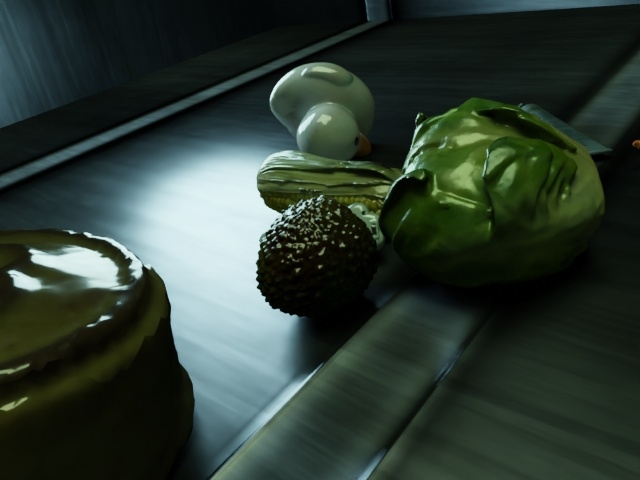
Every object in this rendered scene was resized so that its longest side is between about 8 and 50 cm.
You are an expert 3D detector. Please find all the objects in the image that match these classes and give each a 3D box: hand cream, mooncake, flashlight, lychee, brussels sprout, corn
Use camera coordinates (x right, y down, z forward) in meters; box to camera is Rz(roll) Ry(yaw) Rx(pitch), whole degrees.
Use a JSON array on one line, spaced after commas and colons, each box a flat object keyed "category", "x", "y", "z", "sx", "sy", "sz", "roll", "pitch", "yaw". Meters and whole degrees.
[{"category": "hand cream", "x": 0.454, "y": -0.214, "z": 1.135, "sx": 0.088, "sy": 0.055, "sz": 0.256, "roll": -8, "pitch": 30, "yaw": -10}, {"category": "mooncake", "x": -0.341, "y": 0.143, "z": 0.591, "sx": 0.395, "sy": 0.246, "sz": 0.393, "roll": 8, "pitch": 27, "yaw": 25}, {"category": "flashlight", "x": 0.000, "y": 0.000, "z": 0.895, "sx": 0.201, "sy": 0.093, "sz": 0.047, "roll": -9, "pitch": -9, "yaw": 17}, {"category": "lychee", "x": -0.009, "y": 0.028, "z": 0.767, "sx": 0.171, "sy": 0.171, "sz": 0.171, "roll": -9, "pitch": 28, "yaw": 5}, {"category": "brussels sprout", "x": 0.223, "y": -0.065, "z": 0.777, "sx": 0.295, "sy": 0.227, "sz": 0.259, "roll": -1, "pitch": 44, "yaw": 3}, {"category": "corn", "x": 0.021, "y": -0.088, "z": 0.990, "sx": 0.305, "sy": 0.123, "sz": 0.122, "roll": 13, "pitch": 35, "yaw": 36}]

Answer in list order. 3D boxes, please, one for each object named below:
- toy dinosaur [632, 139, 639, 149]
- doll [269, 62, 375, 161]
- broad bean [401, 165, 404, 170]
[{"category": "toy dinosaur", "x": 0.642, "y": -0.205, "z": 1.038, "sx": 0.289, "sy": 0.070, "sz": 0.117, "roll": -19, "pitch": 29, "yaw": -24}, {"category": "doll", "x": 0.001, "y": -0.256, "z": 1.246, "sx": 0.251, "sy": 0.221, "sz": 0.221, "roll": 30, "pitch": 38, "yaw": 4}, {"category": "broad bean", "x": 0.260, "y": -0.130, "z": 1.067, "sx": 0.227, "sy": 0.039, "sz": 0.069, "roll": -3, "pitch": 36, "yaw": 14}]
